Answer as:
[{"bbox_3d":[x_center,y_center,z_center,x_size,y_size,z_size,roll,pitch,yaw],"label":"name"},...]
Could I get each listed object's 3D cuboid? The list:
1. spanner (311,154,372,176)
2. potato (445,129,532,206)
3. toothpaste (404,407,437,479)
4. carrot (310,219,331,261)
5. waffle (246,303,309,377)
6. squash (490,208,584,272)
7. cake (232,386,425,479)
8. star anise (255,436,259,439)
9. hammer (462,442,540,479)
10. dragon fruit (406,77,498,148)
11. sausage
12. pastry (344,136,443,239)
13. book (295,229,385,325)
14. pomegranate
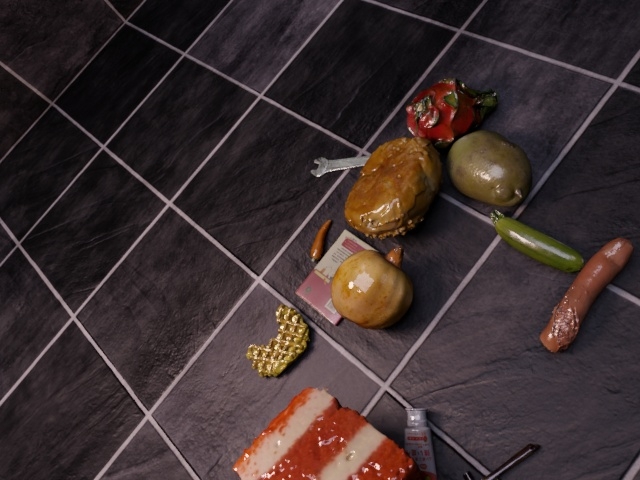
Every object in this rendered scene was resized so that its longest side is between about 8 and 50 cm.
[{"bbox_3d":[0.109,-0.235,1.600,0.301,0.017,0.071,-3,65,23],"label":"spanner"},{"bbox_3d":[0.435,-0.177,1.348,0.174,0.159,0.251,-59,41,21],"label":"potato"},{"bbox_3d":[0.222,0.497,1.180,0.089,0.057,0.234,-8,73,24],"label":"toothpaste"},{"bbox_3d":[0.000,0.000,1.527,0.035,0.035,0.142,7,65,27],"label":"carrot"},{"bbox_3d":[-0.114,0.276,1.433,0.194,0.051,0.149,-44,56,5],"label":"waffle"},{"bbox_3d":[0.510,0.005,1.276,0.252,0.066,0.066,35,83,34],"label":"squash"},{"bbox_3d":[0.022,0.515,1.085,0.270,0.270,0.319,-39,42,-25],"label":"cake"},{"bbox_3d":[-0.124,0.581,1.282,0.195,0.065,0.183,12,74,17],"label":"star anise"},{"bbox_3d":[0.389,0.480,1.126,0.178,0.021,0.065,-37,56,3],"label":"hammer"},{"bbox_3d":[0.358,-0.364,1.442,0.269,0.200,0.198,-30,69,7],"label":"dragon fruit"},{"bbox_3d":[0.589,0.119,1.178,0.078,0.078,0.304,33,83,33],"label":"sausage"},{"bbox_3d":[0.201,-0.130,1.419,0.255,0.162,0.311,5,58,51],"label":"pastry"},{"bbox_3d":[0.057,0.098,1.459,0.162,0.022,0.232,36,84,31],"label":"book"},{"bbox_3d":[0.126,0.122,1.319,0.207,0.207,0.207,-10,62,20],"label":"pomegranate"}]
